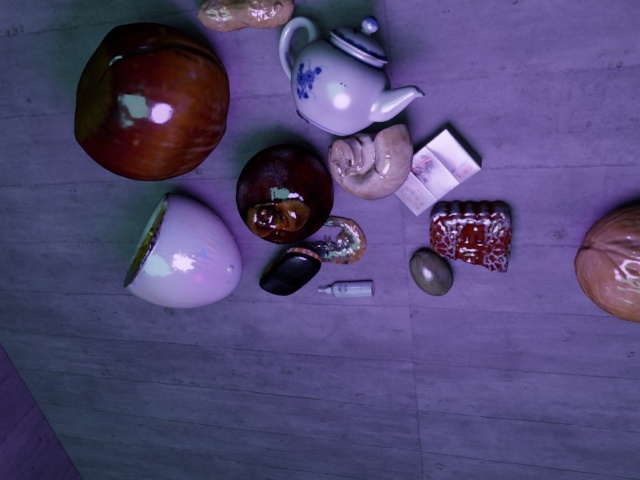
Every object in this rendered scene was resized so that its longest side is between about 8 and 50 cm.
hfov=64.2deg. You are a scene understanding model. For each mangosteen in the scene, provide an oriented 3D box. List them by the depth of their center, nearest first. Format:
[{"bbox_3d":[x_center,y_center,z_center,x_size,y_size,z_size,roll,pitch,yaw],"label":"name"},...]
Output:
[{"bbox_3d":[-0.095,-0.123,1.466,0.298,0.293,0.296,-16,127,-23],"label":"mangosteen"}]

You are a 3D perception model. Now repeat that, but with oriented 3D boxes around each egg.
[{"bbox_3d":[-0.416,0.061,1.664,0.340,0.354,0.354,26,128,-24],"label":"egg"}]

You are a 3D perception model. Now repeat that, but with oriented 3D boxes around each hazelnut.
[{"bbox_3d":[-0.462,-0.374,1.389,0.403,0.402,0.429,30,120,-2],"label":"hazelnut"}]

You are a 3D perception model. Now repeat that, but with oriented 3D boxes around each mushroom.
[{"bbox_3d":[0.129,-0.200,1.365,0.254,0.195,0.188,-15,93,46],"label":"mushroom"}]

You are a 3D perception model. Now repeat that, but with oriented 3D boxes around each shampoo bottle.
[{"bbox_3d":[0.084,0.168,1.732,0.195,0.056,0.056,-5,119,19],"label":"shampoo bottle"}]

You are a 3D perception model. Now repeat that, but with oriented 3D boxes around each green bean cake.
[{"bbox_3d":[0.434,-0.013,1.483,0.233,0.097,0.198,4,122,14],"label":"green bean cake"}]

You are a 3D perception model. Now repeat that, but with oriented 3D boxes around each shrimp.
[{"bbox_3d":[0.000,0.000,1.660,0.297,0.058,0.168,1,112,15],"label":"shrimp"}]

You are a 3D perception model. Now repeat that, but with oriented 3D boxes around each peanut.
[{"bbox_3d":[-0.196,-0.592,1.309,0.264,0.117,0.101,3,92,18],"label":"peanut"}]

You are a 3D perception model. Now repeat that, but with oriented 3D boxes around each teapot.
[{"bbox_3d":[0.063,-0.416,1.257,0.424,0.252,0.279,38,117,20],"label":"teapot"}]

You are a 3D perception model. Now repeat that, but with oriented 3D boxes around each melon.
[{"bbox_3d":[0.344,0.105,1.577,0.114,0.114,0.167,-33,108,31],"label":"melon"}]

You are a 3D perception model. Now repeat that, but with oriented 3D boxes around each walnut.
[{"bbox_3d":[0.834,0.063,1.298,0.333,0.332,0.332,8,123,13],"label":"walnut"}]

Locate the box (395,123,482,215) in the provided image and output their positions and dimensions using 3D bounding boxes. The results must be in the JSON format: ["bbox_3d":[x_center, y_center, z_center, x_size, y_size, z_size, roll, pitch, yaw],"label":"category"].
[{"bbox_3d":[0.311,-0.194,1.426,0.149,0.067,0.233,43,124,-12],"label":"box"}]

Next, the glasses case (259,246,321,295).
[{"bbox_3d":[-0.104,0.108,1.690,0.122,0.082,0.321,24,147,-16],"label":"glasses case"}]
